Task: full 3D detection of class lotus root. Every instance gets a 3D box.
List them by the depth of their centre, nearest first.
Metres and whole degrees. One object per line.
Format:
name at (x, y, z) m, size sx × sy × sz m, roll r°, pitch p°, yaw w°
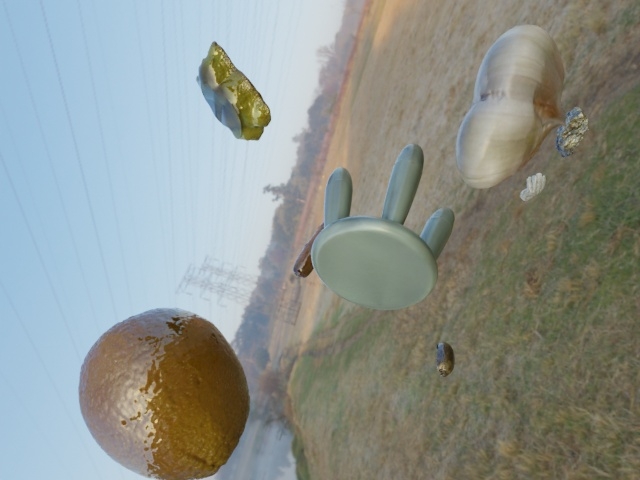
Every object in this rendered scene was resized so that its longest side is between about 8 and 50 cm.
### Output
lotus root at (0.246, 0.227, 0.936) m, size 0.083 × 0.030 × 0.038 m, roll -62°, pitch -47°, yaw -61°

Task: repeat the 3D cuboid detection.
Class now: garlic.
garlic at (0.201, -0.135, 0.512) m, size 0.124 × 0.099 × 0.175 m, roll 40°, pitch -112°, yaw -53°

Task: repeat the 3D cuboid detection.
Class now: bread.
bread at (-0.222, -0.352, 1.178) m, size 0.088 × 0.233 × 0.160 m, roll -44°, pitch 2°, yaw -21°

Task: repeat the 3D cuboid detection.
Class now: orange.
orange at (-0.310, 0.317, 0.988) m, size 0.322 × 0.357 × 0.322 m, roll -36°, pitch 0°, yaw 0°

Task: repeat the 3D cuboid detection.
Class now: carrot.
carrot at (0.000, 0.000, 1.351) m, size 0.248 × 0.059 × 0.059 m, roll -57°, pitch -2°, yaw -10°

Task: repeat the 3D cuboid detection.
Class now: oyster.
oyster at (0.686, -0.302, 1.318) m, size 0.177 × 0.056 × 0.106 m, roll 66°, pitch -151°, yaw -79°

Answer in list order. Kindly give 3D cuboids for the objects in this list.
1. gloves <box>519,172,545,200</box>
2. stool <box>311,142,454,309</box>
gloves at (0.460, -0.112, 1.034) m, size 0.044 × 0.037 × 0.081 m, roll -25°, pitch -37°, yaw -28°
stool at (0.099, -0.019, 0.785) m, size 0.195 × 0.195 × 0.199 m, roll 53°, pitch -142°, yaw -32°
